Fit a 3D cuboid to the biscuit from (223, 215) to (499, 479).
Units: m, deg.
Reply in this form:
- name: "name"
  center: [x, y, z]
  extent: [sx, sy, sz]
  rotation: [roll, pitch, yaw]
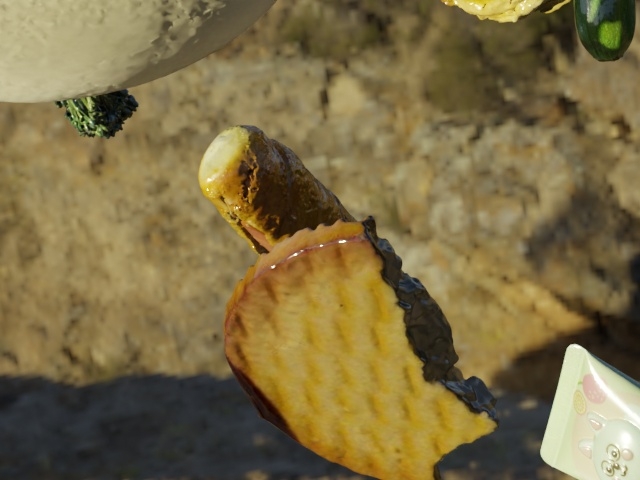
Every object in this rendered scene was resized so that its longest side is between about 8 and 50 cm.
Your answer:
- name: "biscuit"
  center: [0.029, 0.066, 0.968]
  extent: [0.176, 0.229, 0.031]
  rotation: [14, 50, -4]

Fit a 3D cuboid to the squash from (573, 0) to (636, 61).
- name: "squash"
  center: [0.327, -0.312, 1.863]
  extent: [0.077, 0.219, 0.068]
  rotation: [8, 7, 5]

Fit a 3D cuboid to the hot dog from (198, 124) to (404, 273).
- name: "hot dog"
  center: [-0.002, -0.002, 1.382]
  extent: [0.061, 0.088, 0.286]
  rotation: [6, -20, 37]

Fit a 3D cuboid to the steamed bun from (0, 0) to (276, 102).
- name: "steamed bun"
  center: [-0.130, -0.168, 0.859]
  extent: [0.241, 0.164, 0.146]
  rotation: [-12, 55, -3]

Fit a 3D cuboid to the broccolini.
- name: "broccolini"
  center: [-0.276, -0.230, 1.516]
  extent: [0.079, 0.392, 0.074]
  rotation: [-40, 47, -6]

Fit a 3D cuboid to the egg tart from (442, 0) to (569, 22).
- name: "egg tart"
  center: [0.172, -0.322, 1.328]
  extent: [0.116, 0.295, 0.294]
  rotation: [-6, 10, -44]

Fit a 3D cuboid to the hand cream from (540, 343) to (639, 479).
- name: "hand cream"
  center: [0.340, 0.213, 1.474]
  extent: [0.305, 0.147, 0.093]
  rotation: [29, 41, 27]
